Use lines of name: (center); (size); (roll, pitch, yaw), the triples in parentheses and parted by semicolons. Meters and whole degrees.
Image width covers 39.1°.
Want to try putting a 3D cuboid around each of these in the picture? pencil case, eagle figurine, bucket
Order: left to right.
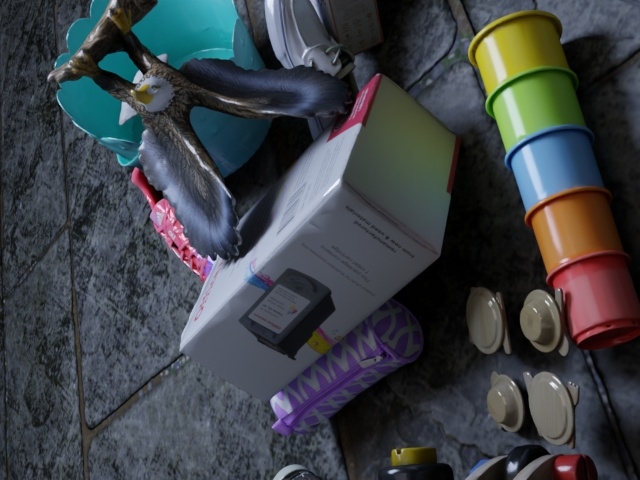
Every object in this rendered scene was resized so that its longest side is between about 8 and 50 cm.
bucket: (-0.205, -0.217, 1.248); (0.281, 0.183, 0.281); (-8, 64, 16)
eagle figurine: (-0.145, -0.143, 1.005); (0.225, 0.298, 0.226); (-53, -2, -47)
pencil case: (0.027, 0.143, 1.008); (0.206, 0.086, 0.088); (-43, 22, 38)

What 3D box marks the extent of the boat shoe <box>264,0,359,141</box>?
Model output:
boat shoe: (0.009, -0.208, 1.083); (0.075, 0.226, 0.083); (-2, 34, 37)

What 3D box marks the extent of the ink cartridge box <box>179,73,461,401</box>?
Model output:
ink cartridge box: (0.000, 0.000, 0.982); (0.306, 0.131, 0.226); (-45, 16, 37)

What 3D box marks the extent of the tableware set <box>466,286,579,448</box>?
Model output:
tableware set: (0.182, 0.110, 0.817); (0.168, 0.020, 0.141); (169, 94, -68)

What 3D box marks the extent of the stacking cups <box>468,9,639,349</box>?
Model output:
stacking cups: (0.225, -0.059, 0.827); (0.096, 0.096, 0.316); (-36, 58, 41)

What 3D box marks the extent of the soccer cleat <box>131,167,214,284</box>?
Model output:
soccer cleat: (-0.182, -0.007, 1.294); (0.109, 0.116, 0.318); (-57, 41, 24)

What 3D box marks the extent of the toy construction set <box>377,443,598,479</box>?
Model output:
toy construction set: (0.136, 0.280, 0.657); (0.308, 0.237, 0.258); (14, 85, 50)

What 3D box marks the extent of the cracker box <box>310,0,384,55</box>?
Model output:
cracker box: (-0.004, -0.356, 1.096); (0.156, 0.067, 0.232); (53, 165, 46)

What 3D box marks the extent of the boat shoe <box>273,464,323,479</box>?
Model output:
boat shoe: (-0.044, 0.378, 1.036); (0.068, 0.081, 0.228); (14, 88, 57)

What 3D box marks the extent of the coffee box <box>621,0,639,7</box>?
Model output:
coffee box: (0.322, -0.251, 0.736); (0.246, 0.098, 0.141); (42, 113, 49)
